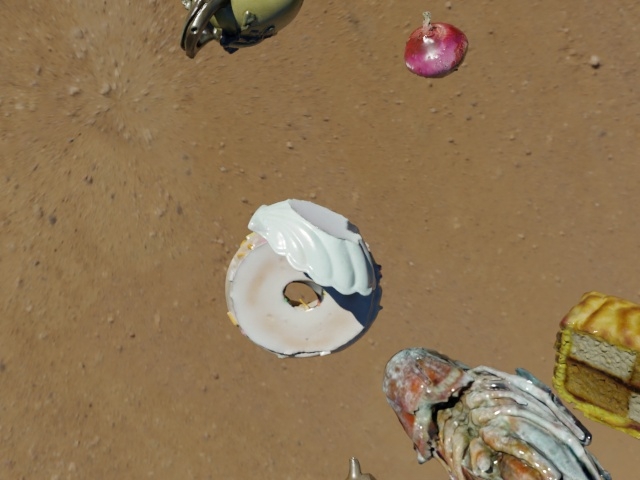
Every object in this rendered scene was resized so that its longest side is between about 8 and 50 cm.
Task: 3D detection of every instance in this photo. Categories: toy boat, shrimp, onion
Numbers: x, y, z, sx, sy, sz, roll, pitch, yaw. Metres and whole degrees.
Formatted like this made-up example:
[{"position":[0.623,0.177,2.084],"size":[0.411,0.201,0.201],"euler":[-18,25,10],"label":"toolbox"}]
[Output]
[{"position":[0.000,0.000,1.590],"size":[0.290,0.199,0.100],"euler":[27,114,-1],"label":"toy boat"},{"position":[0.120,0.130,0.459],"size":[0.079,0.233,0.090],"euler":[24,99,-41],"label":"shrimp"},{"position":[0.250,-0.444,1.731],"size":[0.150,0.150,0.140],"euler":[-28,143,-8],"label":"onion"}]

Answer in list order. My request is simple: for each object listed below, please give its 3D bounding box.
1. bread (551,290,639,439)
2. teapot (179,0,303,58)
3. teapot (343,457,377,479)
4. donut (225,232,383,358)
[{"position":[0.411,0.167,0.995],"size":[0.096,0.222,0.181],"euler":[-41,134,-31],"label":"bread"},{"position":[-0.122,-0.340,1.121],"size":[0.173,0.182,0.269],"euler":[32,54,2],"label":"teapot"},{"position":[0.053,0.277,0.789],"size":[0.068,0.076,0.121],"euler":[-34,87,2],"label":"teapot"},{"position":[-0.040,0.104,1.876],"size":[0.383,0.142,0.382],"euler":[-1,114,-2],"label":"donut"}]
